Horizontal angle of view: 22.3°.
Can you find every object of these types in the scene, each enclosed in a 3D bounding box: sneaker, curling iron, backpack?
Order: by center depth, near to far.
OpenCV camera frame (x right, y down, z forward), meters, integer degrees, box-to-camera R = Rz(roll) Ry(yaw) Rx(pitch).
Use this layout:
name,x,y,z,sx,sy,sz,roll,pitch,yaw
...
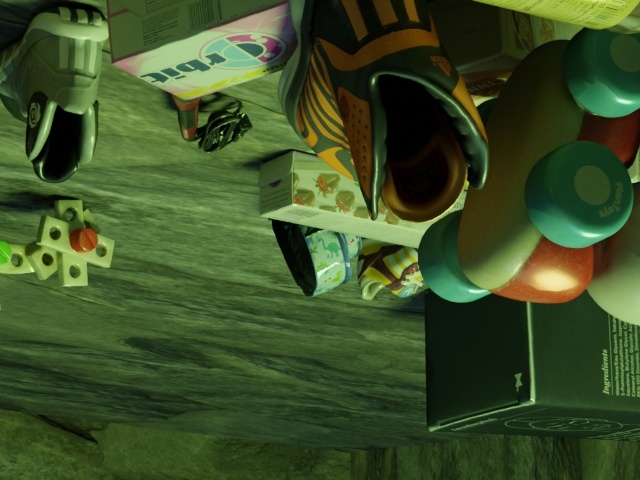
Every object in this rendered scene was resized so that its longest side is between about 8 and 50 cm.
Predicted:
name,x,y,z,sx,sy,sz,roll,pitch,yaw
sneaker,0.046,-0.077,1.208,0.124,0.180,0.321,-19,157,-1
sneaker,-0.242,-0.107,1.420,0.086,0.132,0.228,4,165,-18
curling iron,-0.110,-0.145,1.482,0.068,0.035,0.274,-21,161,-3
backpack,0.000,0.000,1.876,0.084,0.114,0.105,-18,168,-13
sneaker,0.123,0.028,2.048,0.069,0.084,0.185,13,161,-42

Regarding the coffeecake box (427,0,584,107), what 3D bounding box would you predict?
name,x,y,z,sx,sy,sz,roll,pitch,yaw
coffeecake box,0.148,-0.148,1.396,0.142,0.068,0.185,-14,160,38

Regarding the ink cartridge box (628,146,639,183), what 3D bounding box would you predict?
name,x,y,z,sx,sy,sz,roll,pitch,yaw
ink cartridge box,0.297,-0.083,1.610,0.052,0.089,0.122,-1,165,17

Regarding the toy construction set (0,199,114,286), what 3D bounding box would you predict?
name,x,y,z,sx,sy,sz,roll,pitch,yaw
toy construction set,-0.412,0.037,1.939,0.327,0.151,0.215,-21,132,36

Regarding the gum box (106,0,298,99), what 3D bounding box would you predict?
name,x,y,z,sx,sy,sz,roll,pitch,yaw
gum box,-0.068,-0.172,1.270,0.188,0.062,0.107,-15,161,25

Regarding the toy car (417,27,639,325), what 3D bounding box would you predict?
name,x,y,z,sx,sy,sz,roll,pitch,yaw
toy car,0.237,-0.023,1.260,0.238,0.210,0.219,25,156,-15

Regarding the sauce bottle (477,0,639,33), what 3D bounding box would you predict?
name,x,y,z,sx,sy,sz,roll,pitch,yaw
sauce bottle,0.083,-0.215,1.050,0.344,0.111,0.111,8,163,-31

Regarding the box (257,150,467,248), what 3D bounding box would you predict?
name,x,y,z,sx,sy,sz,roll,pitch,yaw
box,0.075,-0.037,1.837,0.324,0.063,0.067,11,163,-37

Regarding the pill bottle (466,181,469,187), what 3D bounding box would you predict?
name,x,y,z,sx,sy,sz,roll,pitch,yaw
pill bottle,0.163,-0.077,1.722,0.043,0.043,0.083,-13,161,41

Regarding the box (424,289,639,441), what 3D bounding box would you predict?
name,x,y,z,sx,sy,sz,roll,pitch,yaw
box,0.387,0.163,2.324,0.395,0.212,0.293,6,165,-25
